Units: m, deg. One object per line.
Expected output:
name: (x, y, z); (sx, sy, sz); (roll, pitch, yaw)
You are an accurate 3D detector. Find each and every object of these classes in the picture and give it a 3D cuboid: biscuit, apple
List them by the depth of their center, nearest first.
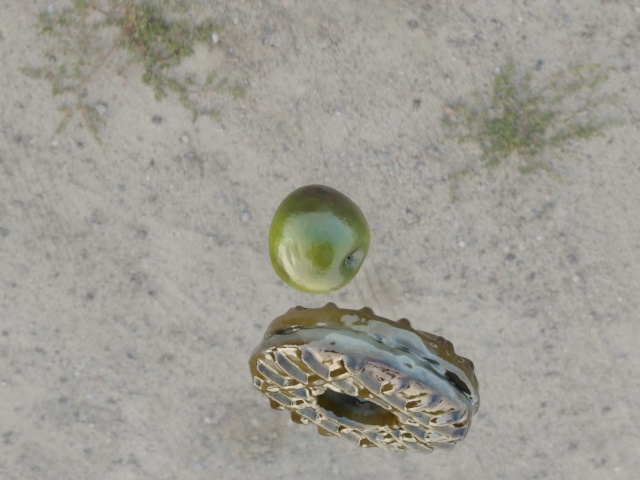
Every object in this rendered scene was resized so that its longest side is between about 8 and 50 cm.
biscuit: (0.059, 0.199, 1.070); (0.331, 0.103, 0.332); (13, 149, 8)
apple: (0.000, 0.000, 1.352); (0.196, 0.157, 0.196); (-37, 144, -34)
